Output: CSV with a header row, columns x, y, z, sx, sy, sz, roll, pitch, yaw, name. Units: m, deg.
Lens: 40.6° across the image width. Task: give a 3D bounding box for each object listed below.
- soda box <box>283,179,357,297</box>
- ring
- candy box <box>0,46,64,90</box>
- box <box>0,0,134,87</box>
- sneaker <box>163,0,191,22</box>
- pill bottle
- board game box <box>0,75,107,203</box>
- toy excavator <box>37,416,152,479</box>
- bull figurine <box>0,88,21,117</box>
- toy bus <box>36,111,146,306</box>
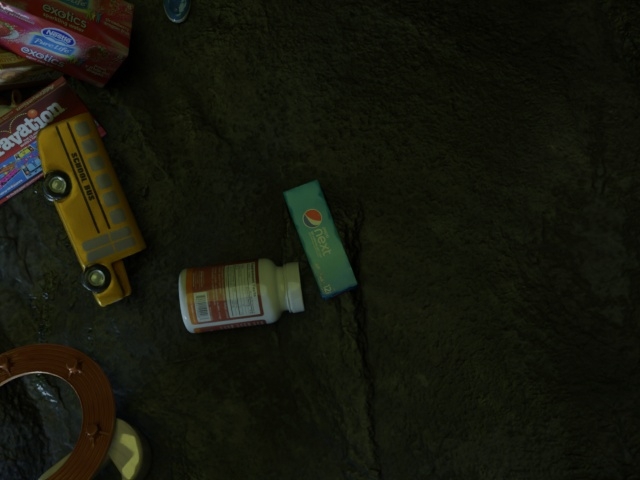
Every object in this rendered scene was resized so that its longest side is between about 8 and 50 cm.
x,y,z,sx,sy,sz,roll,pitch,yaw,name
0.000,0.000,1.602,0.071,0.067,0.210,-21,82,-1,soda box
-0.527,0.330,1.524,0.336,0.032,0.337,-5,58,8,ring
-0.623,-0.439,1.626,0.183,0.087,0.317,-19,78,-44,candy box
-0.483,-0.401,1.571,0.256,0.122,0.128,19,55,-31,box
-0.280,-0.506,1.672,0.058,0.084,0.152,6,83,3,sneaker
-0.140,0.097,1.567,0.216,0.121,0.121,-7,82,0,pill bottle
-0.555,-0.174,1.611,0.281,0.145,0.027,-35,49,-3,board game box
-0.489,0.561,1.487,0.432,0.222,0.445,-13,73,-1,toy excavator
-0.690,-0.288,1.627,0.310,0.188,0.101,45,124,15,bull figurine
-0.417,-0.052,1.576,0.130,0.108,0.333,-23,96,-17,toy bus
